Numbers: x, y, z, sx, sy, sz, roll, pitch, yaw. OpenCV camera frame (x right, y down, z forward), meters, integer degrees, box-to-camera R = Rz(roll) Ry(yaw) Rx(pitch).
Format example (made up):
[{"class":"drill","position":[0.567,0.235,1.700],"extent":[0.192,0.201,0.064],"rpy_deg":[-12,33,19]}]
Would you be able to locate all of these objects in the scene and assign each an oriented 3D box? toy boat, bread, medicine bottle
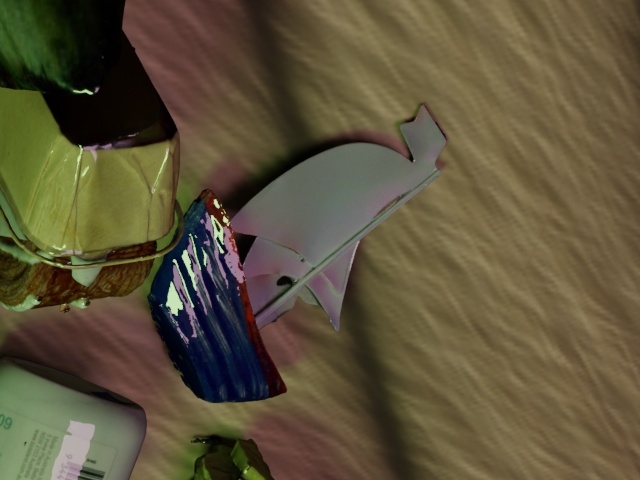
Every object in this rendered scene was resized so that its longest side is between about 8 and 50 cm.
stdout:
[{"class":"toy boat","position":[-0.021,-0.005,1.478],"extent":[0.318,0.072,0.219],"rpy_deg":[-53,136,-3]},{"class":"bread","position":[-0.178,-0.055,1.228],"extent":[0.142,0.224,0.212],"rpy_deg":[-11,143,-29]},{"class":"medicine bottle","position":[-0.230,0.210,1.373],"extent":[0.135,0.135,0.215],"rpy_deg":[23,87,-42]}]

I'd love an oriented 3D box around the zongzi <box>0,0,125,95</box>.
[{"class":"zongzi","position":[-0.254,-0.259,0.803],"extent":[0.362,0.319,0.383],"rpy_deg":[-10,104,-21]}]

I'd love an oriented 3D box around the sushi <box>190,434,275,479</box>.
[{"class":"sushi","position":[-0.077,0.316,1.576],"extent":[0.131,0.139,0.291],"rpy_deg":[-1,118,-27]}]
